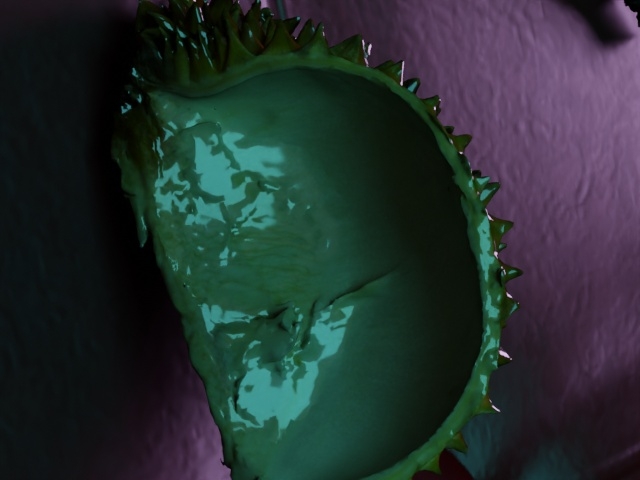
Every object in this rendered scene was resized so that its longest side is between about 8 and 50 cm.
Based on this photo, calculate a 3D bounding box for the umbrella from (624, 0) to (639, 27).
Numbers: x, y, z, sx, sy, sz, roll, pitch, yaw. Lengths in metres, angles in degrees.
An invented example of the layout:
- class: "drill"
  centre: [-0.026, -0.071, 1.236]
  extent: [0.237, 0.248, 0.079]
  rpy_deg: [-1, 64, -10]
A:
- class: "umbrella"
  centre: [0.159, -0.169, 0.972]
  extent: [0.144, 0.040, 0.037]
  rpy_deg: [54, 41, -26]

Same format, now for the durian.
- class: "durian"
  centre: [0.000, 0.000, 0.739]
  extent: [0.139, 0.144, 0.252]
  rpy_deg: [-21, 92, -26]
